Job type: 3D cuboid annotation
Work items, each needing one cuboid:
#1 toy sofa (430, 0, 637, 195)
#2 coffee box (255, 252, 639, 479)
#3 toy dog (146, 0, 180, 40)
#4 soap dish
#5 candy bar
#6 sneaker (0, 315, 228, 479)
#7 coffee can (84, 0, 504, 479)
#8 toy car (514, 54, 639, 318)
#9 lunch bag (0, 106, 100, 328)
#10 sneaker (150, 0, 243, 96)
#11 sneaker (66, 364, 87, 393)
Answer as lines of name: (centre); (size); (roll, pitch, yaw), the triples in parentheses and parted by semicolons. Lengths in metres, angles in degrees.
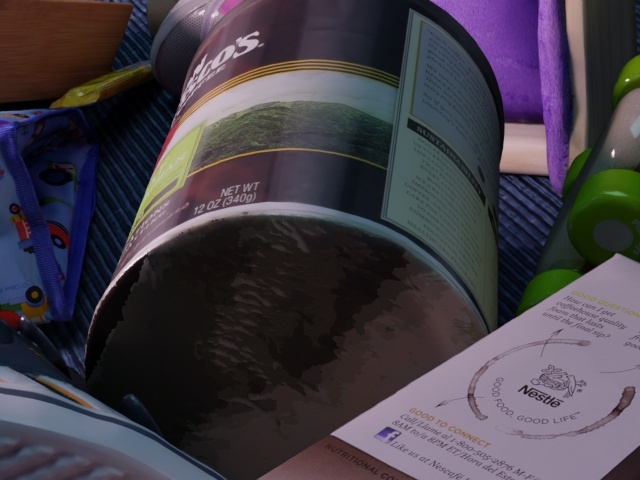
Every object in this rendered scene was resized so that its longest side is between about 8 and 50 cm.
toy sofa: (0.122, -0.215, 1.015); (0.150, 0.362, 0.177); (6, 30, 27)
coffee box: (0.064, 0.153, 0.610); (0.297, 0.168, 0.119); (-30, 35, -27)
toy dog: (-0.078, -0.282, 1.252); (0.220, 0.333, 0.161); (12, 67, -1)
soap dish: (-0.311, -0.160, 1.227); (0.229, 0.118, 0.291); (1, 7, 20)
candy bar: (-0.164, -0.127, 1.259); (0.040, 0.018, 0.161); (-7, 13, 21)
sneaker: (-0.143, 0.104, 0.719); (0.321, 0.126, 0.127); (28, 15, -5)
coffee can: (0.000, 0.000, 0.853); (0.201, 0.201, 0.275); (-6, 31, 10)
toy car: (0.227, 0.008, 0.877); (0.188, 0.149, 0.155); (25, 42, 4)
lunch bag: (-0.281, -0.034, 1.100); (0.221, 0.138, 0.293); (-12, 19, 3)
sneaker: (-0.038, -0.137, 1.191); (0.252, 0.103, 0.111); (-4, 49, 37)
sneaker: (-0.225, 0.137, 0.842); (0.224, 0.083, 0.098); (-18, 41, 10)
